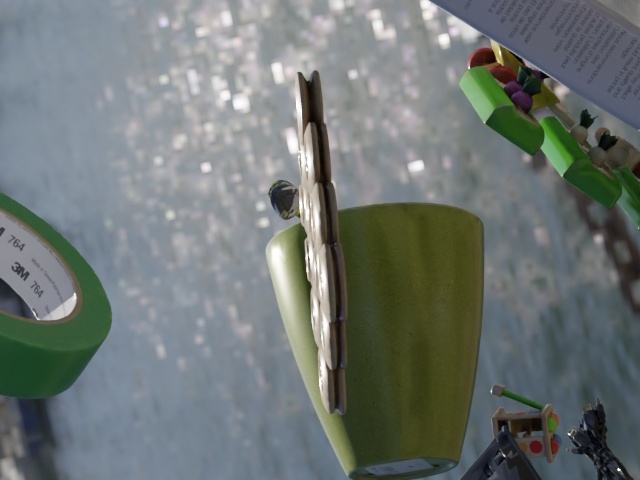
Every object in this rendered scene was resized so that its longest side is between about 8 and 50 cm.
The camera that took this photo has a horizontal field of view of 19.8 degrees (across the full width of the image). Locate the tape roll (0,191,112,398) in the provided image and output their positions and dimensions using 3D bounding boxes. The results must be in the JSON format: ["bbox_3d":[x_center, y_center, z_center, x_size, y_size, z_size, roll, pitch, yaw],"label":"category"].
[{"bbox_3d":[-0.389,0.042,2.059,0.077,0.321,0.321,-54,36,20],"label":"tape roll"}]

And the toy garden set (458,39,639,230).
[{"bbox_3d":[0.212,-0.066,1.340,0.049,0.244,0.204,-54,16,13],"label":"toy garden set"}]

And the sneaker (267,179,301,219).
[{"bbox_3d":[-0.034,-0.038,1.630,0.035,0.031,0.083,29,-178,16],"label":"sneaker"}]

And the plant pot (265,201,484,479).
[{"bbox_3d":[0.083,0.138,2.230,0.275,0.274,0.294,116,149,-69],"label":"plant pot"}]

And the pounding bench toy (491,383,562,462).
[{"bbox_3d":[0.215,0.187,1.906,0.052,0.065,0.083,-26,-71,-74],"label":"pounding bench toy"}]

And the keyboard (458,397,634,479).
[{"bbox_3d":[0.195,0.250,1.465,0.201,0.033,0.317,-52,29,13],"label":"keyboard"}]

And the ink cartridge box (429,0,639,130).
[{"bbox_3d":[0.175,-0.172,1.337,0.071,0.330,0.324,-56,7,15],"label":"ink cartridge box"}]

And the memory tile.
[{"bbox_3d":[0.000,0.000,0.897,0.113,0.012,0.148,90,175,-51],"label":"memory tile"}]
